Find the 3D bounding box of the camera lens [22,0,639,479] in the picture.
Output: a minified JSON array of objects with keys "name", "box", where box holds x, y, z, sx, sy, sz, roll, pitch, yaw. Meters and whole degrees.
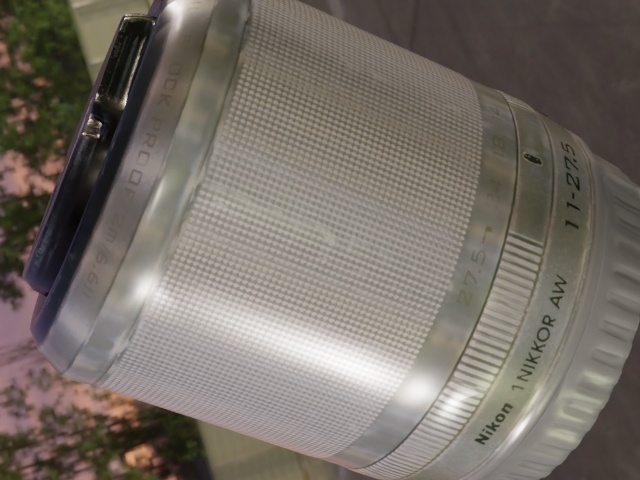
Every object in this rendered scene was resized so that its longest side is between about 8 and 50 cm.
[{"name":"camera lens","box":[0.000,0.000,0.560,0.219,0.274,0.219,-58,19,33]}]
